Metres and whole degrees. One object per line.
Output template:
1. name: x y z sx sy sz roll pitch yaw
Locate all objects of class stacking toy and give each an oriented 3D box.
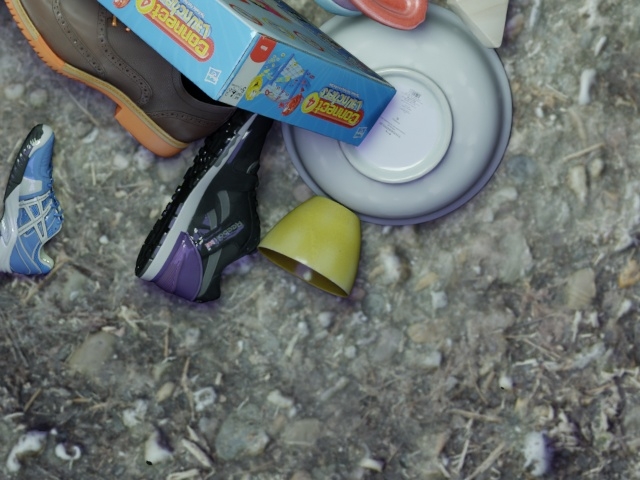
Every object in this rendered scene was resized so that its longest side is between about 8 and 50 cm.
1. stacking toy: 0.118 -0.389 1.870 0.279 0.130 0.309 23 82 -29

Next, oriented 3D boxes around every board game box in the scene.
1. board game box: -0.108 -0.247 1.764 0.308 0.302 0.086 41 105 29

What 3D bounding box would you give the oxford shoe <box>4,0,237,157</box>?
1. oxford shoe: -0.240 -0.248 1.852 0.132 0.130 0.363 -24 137 26

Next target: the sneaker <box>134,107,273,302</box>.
1. sneaker: -0.118 -0.049 1.982 0.124 0.107 0.283 29 106 -17

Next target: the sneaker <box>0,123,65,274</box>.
1. sneaker: -0.370 -0.052 2.001 0.081 0.080 0.211 14 112 -6

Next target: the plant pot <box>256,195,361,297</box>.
1. plant pot: 0.000 0.000 1.965 0.134 0.134 0.095 29 81 -3

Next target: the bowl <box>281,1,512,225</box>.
1. bowl: 0.093 -0.150 1.916 0.298 0.134 0.298 1 103 3
